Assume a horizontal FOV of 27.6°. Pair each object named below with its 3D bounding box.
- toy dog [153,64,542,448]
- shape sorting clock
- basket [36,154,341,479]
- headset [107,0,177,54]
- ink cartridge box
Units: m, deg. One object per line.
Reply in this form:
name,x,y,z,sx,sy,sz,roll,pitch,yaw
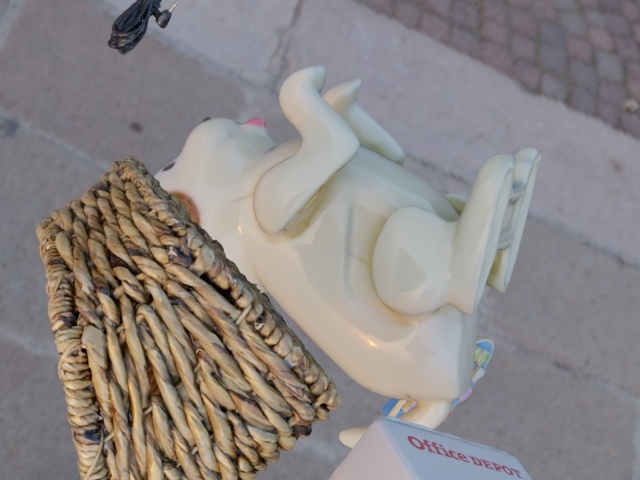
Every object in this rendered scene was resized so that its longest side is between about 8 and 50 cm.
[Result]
toy dog,0.000,0.000,1.446,0.408,0.395,0.284,17,19,15
shape sorting clock,0.153,0.205,1.705,0.206,0.206,0.040,-24,56,-36
basket,-0.156,0.082,0.996,0.223,0.299,0.213,-42,110,-1
headset,-0.256,-0.358,1.197,0.394,0.243,0.185,48,56,-43
ink cartridge box,0.138,0.292,1.080,0.197,0.114,0.273,23,23,-39
